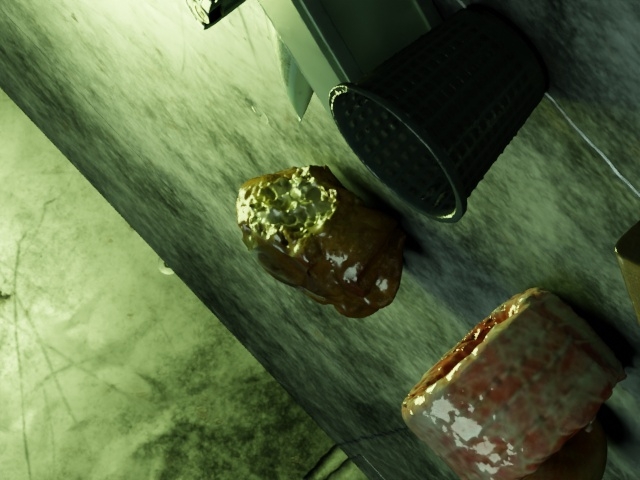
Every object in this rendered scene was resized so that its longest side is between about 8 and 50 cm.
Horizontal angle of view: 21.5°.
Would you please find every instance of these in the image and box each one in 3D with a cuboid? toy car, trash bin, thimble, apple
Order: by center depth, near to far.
[{"bbox_3d":[0.122,-0.130,1.610,0.175,0.161,0.175,41,162,16],"label":"trash bin"},{"bbox_3d":[-0.112,-0.318,1.897,0.100,0.097,0.191,50,165,4],"label":"toy car"},{"bbox_3d":[0.229,0.176,1.986,0.162,0.239,0.239,48,165,0],"label":"thimble"},{"bbox_3d":[0.278,0.272,2.184,0.188,0.188,0.174,45,154,6],"label":"apple"}]

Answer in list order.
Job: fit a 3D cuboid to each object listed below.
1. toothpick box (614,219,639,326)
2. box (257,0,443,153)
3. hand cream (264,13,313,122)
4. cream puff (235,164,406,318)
[{"bbox_3d":[0.386,0.099,1.461,0.187,0.190,0.308,32,156,49],"label":"toothpick box"},{"bbox_3d":[0.048,-0.201,1.692,0.086,0.129,0.225,25,154,53],"label":"box"},{"bbox_3d":[-0.026,-0.242,1.855,0.306,0.093,0.147,116,143,-75],"label":"hand cream"},{"bbox_3d":[0.000,0.000,2.306,0.269,0.155,0.241,42,165,11],"label":"cream puff"}]
